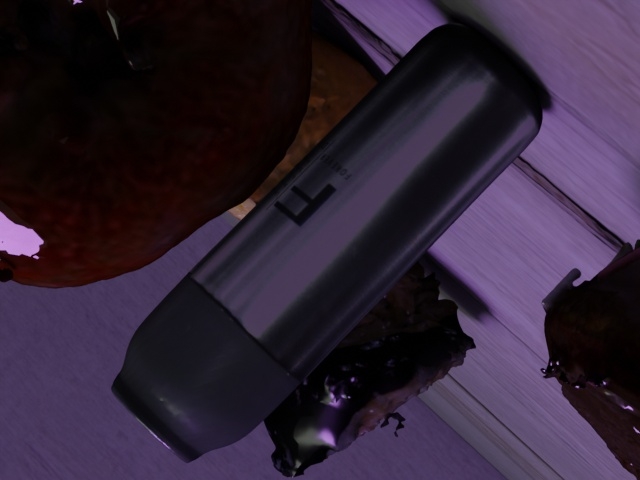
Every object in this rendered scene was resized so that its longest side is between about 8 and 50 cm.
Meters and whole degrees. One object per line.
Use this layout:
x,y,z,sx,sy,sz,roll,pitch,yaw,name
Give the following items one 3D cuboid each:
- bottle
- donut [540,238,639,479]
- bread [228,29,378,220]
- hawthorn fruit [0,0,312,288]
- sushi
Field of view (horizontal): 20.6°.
0.000,0.000,0.886,0.079,0.254,0.096,45,176,-26,bottle
0.222,0.101,0.847,0.269,0.103,0.270,41,175,5,donut
-0.028,-0.073,1.162,0.229,0.139,0.143,39,179,-31,bread
-0.140,-0.139,0.956,0.285,0.284,0.369,45,-164,-14,hawthorn fruit
0.013,0.077,1.653,0.219,0.225,0.238,60,152,-3,sushi
